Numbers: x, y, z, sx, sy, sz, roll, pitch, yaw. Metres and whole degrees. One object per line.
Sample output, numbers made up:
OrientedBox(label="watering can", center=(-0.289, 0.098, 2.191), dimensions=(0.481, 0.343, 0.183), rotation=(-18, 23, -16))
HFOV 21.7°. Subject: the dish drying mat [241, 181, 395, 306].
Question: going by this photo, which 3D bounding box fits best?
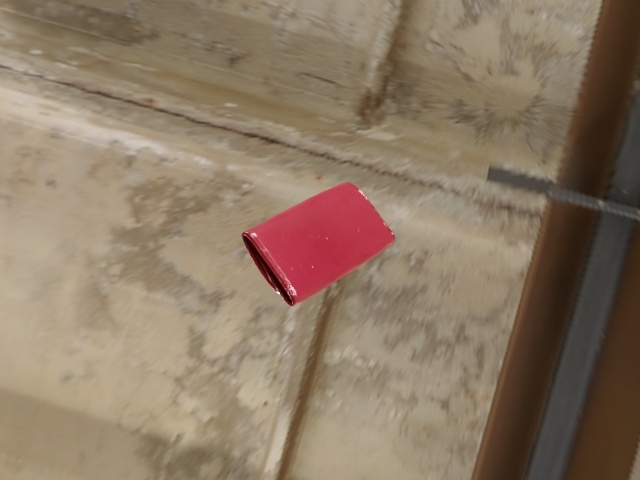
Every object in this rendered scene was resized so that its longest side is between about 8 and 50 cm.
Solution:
OrientedBox(label="dish drying mat", center=(0.000, 0.000, 0.617), dimensions=(0.008, 0.083, 0.032), rotation=(-36, -93, 32))
